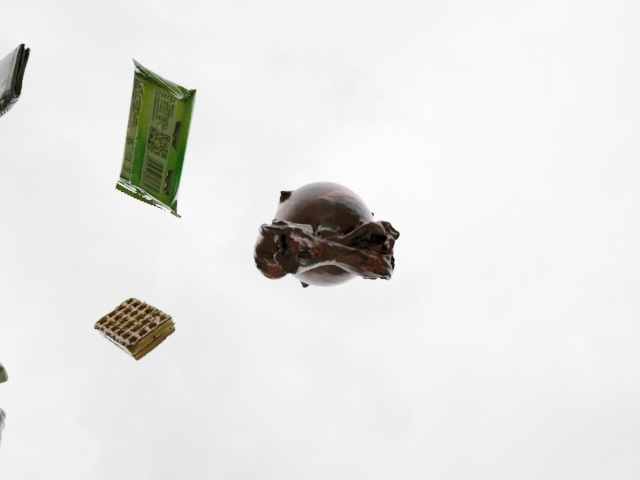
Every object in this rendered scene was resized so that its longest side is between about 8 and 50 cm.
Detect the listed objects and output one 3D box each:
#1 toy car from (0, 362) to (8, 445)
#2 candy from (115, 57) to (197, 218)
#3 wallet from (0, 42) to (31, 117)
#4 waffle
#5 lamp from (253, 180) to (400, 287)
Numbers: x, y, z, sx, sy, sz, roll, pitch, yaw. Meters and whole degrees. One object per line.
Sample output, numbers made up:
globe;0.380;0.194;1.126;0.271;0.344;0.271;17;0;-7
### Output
toy car;-0.765;0.322;1.165;0.242;0.336;0.226;32;-64;29
candy;-0.200;-0.120;0.788;0.102;0.032;0.178;29;-58;20
wallet;-0.420;-0.194;0.849;0.129;0.026;0.088;-17;-117;36
waffle;-0.347;0.162;1.213;0.148;0.102;0.042;16;-45;43
lamp;-0.001;-0.012;0.897;0.215;0.223;0.151;-1;-97;-20
